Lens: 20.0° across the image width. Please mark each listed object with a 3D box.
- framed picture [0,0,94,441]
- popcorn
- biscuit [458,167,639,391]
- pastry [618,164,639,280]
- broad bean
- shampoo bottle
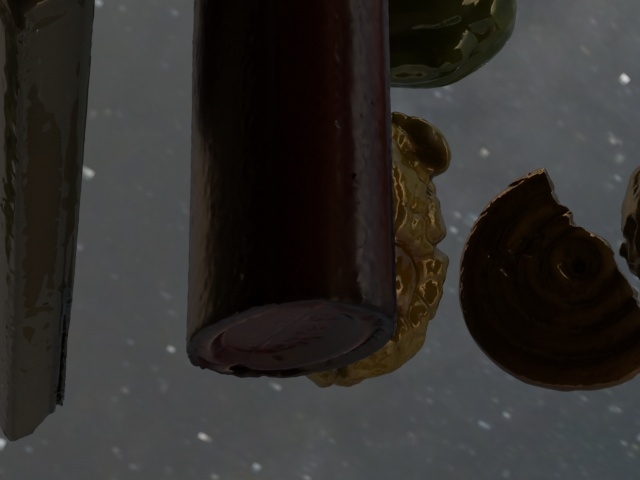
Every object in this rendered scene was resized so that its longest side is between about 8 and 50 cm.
[{"bbox_3d":[-0.143,-0.119,0.512,0.024,0.232,0.315,-24,-112,-21],"label":"framed picture"},{"bbox_3d":[0.009,-0.009,1.220,0.140,0.194,0.163,-4,-151,34],"label":"popcorn"},{"bbox_3d":[0.191,0.043,1.582,0.144,0.033,0.224,-30,-124,5],"label":"biscuit"},{"bbox_3d":[0.353,-0.008,1.210,0.256,0.236,0.170,45,-55,24],"label":"pastry"},{"bbox_3d":[0.043,-0.227,1.430,0.238,0.119,0.291,-39,-128,-7],"label":"broad bean"},{"bbox_3d":[-0.012,-0.088,0.647,0.102,0.064,0.260,138,-45,-62],"label":"shampoo bottle"}]
